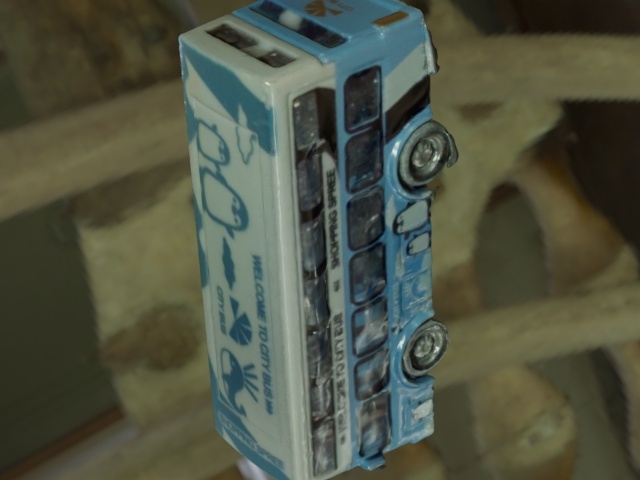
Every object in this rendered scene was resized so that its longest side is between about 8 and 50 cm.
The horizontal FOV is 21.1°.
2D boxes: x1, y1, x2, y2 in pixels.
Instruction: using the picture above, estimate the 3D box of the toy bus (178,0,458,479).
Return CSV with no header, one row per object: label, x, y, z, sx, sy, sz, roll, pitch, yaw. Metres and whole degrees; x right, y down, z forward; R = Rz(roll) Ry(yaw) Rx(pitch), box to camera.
toy bus,0.000,0.000,1.018,0.106,0.131,0.297,31,134,43
